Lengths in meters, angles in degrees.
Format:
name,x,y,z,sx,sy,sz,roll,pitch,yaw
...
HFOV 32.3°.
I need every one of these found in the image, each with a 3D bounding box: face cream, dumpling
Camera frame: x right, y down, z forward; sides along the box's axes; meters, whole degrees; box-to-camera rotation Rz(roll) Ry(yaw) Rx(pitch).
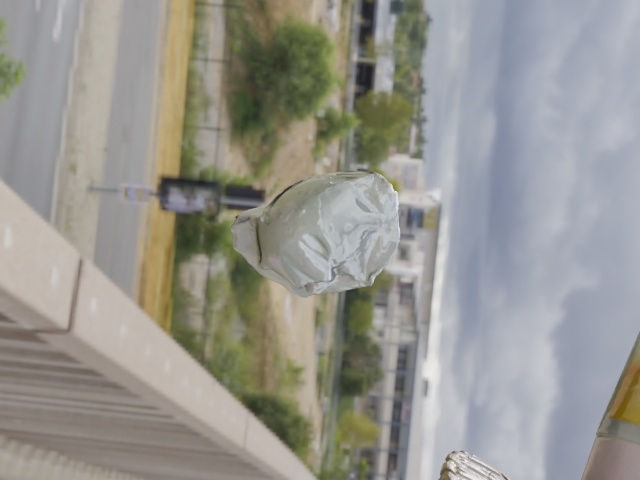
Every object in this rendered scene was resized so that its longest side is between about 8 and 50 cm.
name,x,y,z,sx,sy,sz,roll,pitch,yaw
face cream,0.319,0.121,0.974,0.107,0.073,0.269,9,-111,53
dumpling,0.000,0.000,1.117,0.127,0.188,0.108,65,20,-10

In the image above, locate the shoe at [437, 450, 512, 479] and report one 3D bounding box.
name,x,y,z,sx,sy,sz,roll,pitch,yaw
shoe,0.075,0.191,0.592,0.092,0.089,0.180,-56,177,21
